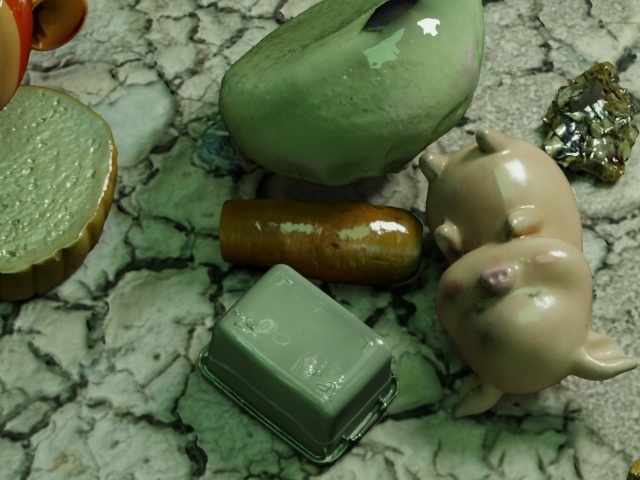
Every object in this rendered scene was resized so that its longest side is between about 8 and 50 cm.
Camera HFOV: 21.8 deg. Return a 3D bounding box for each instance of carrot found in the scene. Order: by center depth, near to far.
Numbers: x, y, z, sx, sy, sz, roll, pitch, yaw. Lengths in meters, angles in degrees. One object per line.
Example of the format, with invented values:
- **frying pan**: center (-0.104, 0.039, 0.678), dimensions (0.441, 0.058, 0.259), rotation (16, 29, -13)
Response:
- **carrot**: center (0.000, 0.000, 1.588), dimensions (0.193, 0.087, 0.087), rotation (4, 59, -2)

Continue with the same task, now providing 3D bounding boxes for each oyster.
- **oyster**: center (0.279, -0.130, 1.704), dimensions (0.103, 0.051, 0.148), rotation (12, 49, -5)

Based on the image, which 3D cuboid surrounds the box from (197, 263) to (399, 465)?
- **box**: center (-0.018, 0.105, 1.517), dimensions (0.172, 0.093, 0.124), rotation (36, 63, 16)

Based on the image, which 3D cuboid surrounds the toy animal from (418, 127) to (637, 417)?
- **toy animal**: center (0.175, 0.025, 1.547), dimensions (0.166, 0.154, 0.250), rotation (-24, 63, 33)

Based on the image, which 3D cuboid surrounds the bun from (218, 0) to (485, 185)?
- **bun**: center (0.048, -0.140, 1.603), dimensions (0.283, 0.283, 0.179), rotation (-38, 109, -23)

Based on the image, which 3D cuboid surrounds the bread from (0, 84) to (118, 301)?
- **bread**: center (-0.308, -0.050, 1.604), dimensions (0.236, 0.070, 0.236), rotation (2, 60, -3)

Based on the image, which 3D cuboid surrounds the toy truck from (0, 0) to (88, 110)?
- **toy truck**: center (-0.362, -0.232, 1.574), dimensions (0.265, 0.189, 0.239), rotation (20, 41, 6)

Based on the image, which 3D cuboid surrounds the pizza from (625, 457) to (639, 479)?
- **pizza**: center (0.379, 0.256, 1.475), dimensions (0.188, 0.062, 0.199), rotation (-12, 62, -8)
